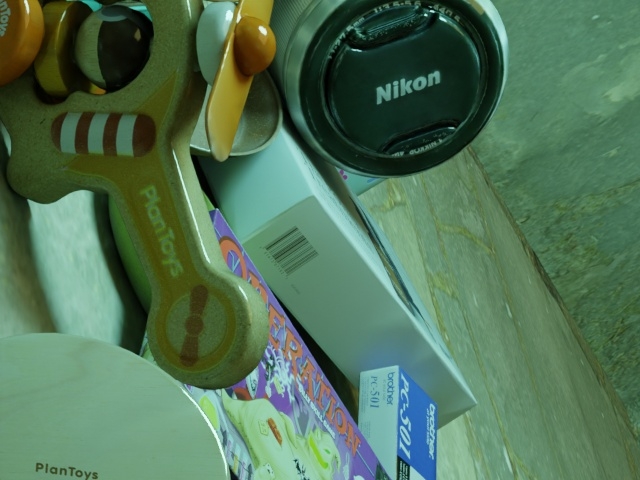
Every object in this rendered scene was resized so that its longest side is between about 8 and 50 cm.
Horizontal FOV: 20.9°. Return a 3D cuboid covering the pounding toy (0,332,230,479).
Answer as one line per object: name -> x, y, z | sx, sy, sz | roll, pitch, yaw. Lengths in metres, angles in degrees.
pounding toy -> -0.127, 0.167, 0.952 | 0.237, 0.110, 0.183 | 30, 46, 6

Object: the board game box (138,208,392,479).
board game box -> -0.034, 0.168, 1.376 | 0.347, 0.056, 0.208 | 58, 21, -33

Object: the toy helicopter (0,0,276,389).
toy helicopter -> -0.110, -0.068, 1.220 | 0.355, 0.235, 0.140 | 68, 13, 17

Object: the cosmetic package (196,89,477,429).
cosmetic package -> 0.000, 0.000, 1.759 | 0.377, 0.097, 0.284 | 51, 6, -44

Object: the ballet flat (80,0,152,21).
ballet flat -> -0.208, -0.199, 1.466 | 0.067, 0.073, 0.206 | 42, 19, 14

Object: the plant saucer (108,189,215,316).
plant saucer -> -0.116, 0.025, 1.463 | 0.241, 0.037, 0.241 | 58, 13, -22

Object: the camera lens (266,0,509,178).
camera lens -> 0.051, -0.204, 1.719 | 0.219, 0.219, 0.274 | 56, 4, -30

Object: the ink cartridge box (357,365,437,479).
ink cartridge box -> 0.073, 0.233, 1.646 | 0.097, 0.046, 0.207 | 46, 39, -50

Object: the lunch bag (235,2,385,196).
lunch bag -> 0.024, -0.200, 2.028 | 0.262, 0.223, 0.160 | 59, 6, -19

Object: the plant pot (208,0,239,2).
plant pot -> -0.135, -0.376, 1.637 | 0.203, 0.291, 0.291 | 16, -34, 53

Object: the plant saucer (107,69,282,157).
plant saucer -> -0.128, -0.143, 1.575 | 0.198, 0.036, 0.199 | 24, 38, -21
